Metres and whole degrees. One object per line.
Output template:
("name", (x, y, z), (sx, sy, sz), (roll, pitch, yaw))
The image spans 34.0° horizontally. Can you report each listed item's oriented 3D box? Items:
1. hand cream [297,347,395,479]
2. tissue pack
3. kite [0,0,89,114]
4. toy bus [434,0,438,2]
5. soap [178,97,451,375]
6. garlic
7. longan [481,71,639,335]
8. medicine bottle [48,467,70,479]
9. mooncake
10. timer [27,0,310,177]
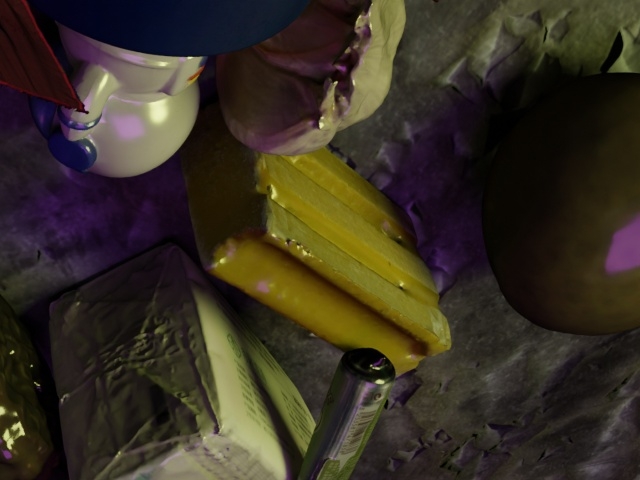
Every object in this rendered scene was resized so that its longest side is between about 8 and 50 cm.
("hand cream", (0.015, 0.202, 1.039), (0.086, 0.055, 0.235), (-11, 129, -46))
("tissue pack", (-0.128, 0.216, 1.149), (0.194, 0.266, 0.356), (-27, 138, 6))
("kite", (-0.301, -0.207, 0.679), (0.377, 0.013, 0.327), (44, 151, -14))
("toy bus", (0.138, -0.310, 0.849), (0.096, 0.073, 0.235), (-9, 137, -24))
("soap", (0.000, 0.000, 1.029), (0.091, 0.199, 0.315), (-31, 140, 21))
("garlic", (0.007, -0.175, 0.864), (0.142, 0.178, 0.229), (2, 119, -46))
("longan", (0.302, -0.040, 1.077), (0.300, 0.243, 0.300), (-30, 159, -13))
("medicine bottle", (-0.389, 0.346, 1.222), (0.208, 0.208, 0.339), (-33, 137, 13))
("mooncake", (-0.339, 0.144, 1.022), (0.124, 0.228, 0.228), (-26, 139, -7))
("timer", (-0.136, -0.183, 0.765), (0.270, 0.270, 0.383), (-1, 148, -22))
